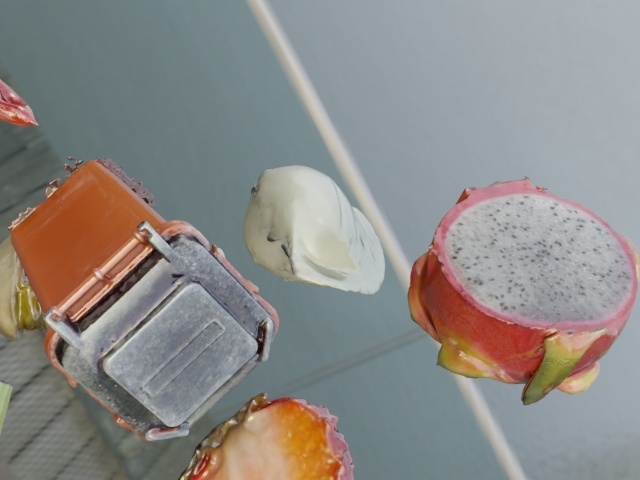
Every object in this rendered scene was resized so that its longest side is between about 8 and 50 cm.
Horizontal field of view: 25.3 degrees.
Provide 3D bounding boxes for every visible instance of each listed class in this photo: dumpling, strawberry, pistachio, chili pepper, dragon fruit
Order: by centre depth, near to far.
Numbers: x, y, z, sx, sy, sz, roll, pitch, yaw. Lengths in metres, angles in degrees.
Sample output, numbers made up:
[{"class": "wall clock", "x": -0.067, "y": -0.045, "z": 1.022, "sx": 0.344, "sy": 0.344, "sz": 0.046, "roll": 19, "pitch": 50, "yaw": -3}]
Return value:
[{"class": "strawberry", "x": -0.028, "y": 0.270, "z": 1.362, "sx": 0.111, "sy": 0.190, "sz": 0.236, "roll": 46, "pitch": 11, "yaw": -53}, {"class": "pistachio", "x": -0.307, "y": 0.048, "z": 1.500, "sx": 0.113, "sy": 0.113, "sz": 0.149, "roll": 54, "pitch": -4, "yaw": -24}, {"class": "chili pepper", "x": -0.443, "y": -0.196, "z": 1.898, "sx": 0.191, "sy": 0.050, "sz": 0.059, "roll": 30, "pitch": 12, "yaw": 26}, {"class": "dragon fruit", "x": 0.263, "y": 0.090, "z": 1.905, "sx": 0.305, "sy": 0.306, "sz": 0.225, "roll": -89, "pitch": -170, "yaw": -45}, {"class": "dumpling", "x": -0.003, "y": 0.002, "z": 2.075, "sx": 0.227, "sy": 0.175, "sz": 0.243, "roll": 21, "pitch": 55, "yaw": -28}]

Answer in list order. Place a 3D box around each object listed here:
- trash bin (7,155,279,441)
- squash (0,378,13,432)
[{"class": "trash bin", "x": -0.171, "y": 0.033, "z": 1.213, "sx": 0.184, "sy": 0.161, "sz": 0.239, "roll": 49, "pitch": -3, "yaw": -41}, {"class": "squash", "x": -0.388, "y": 0.255, "z": 1.541, "sx": 0.094, "sy": 0.094, "sz": 0.224, "roll": 21, "pitch": 69, "yaw": -59}]
